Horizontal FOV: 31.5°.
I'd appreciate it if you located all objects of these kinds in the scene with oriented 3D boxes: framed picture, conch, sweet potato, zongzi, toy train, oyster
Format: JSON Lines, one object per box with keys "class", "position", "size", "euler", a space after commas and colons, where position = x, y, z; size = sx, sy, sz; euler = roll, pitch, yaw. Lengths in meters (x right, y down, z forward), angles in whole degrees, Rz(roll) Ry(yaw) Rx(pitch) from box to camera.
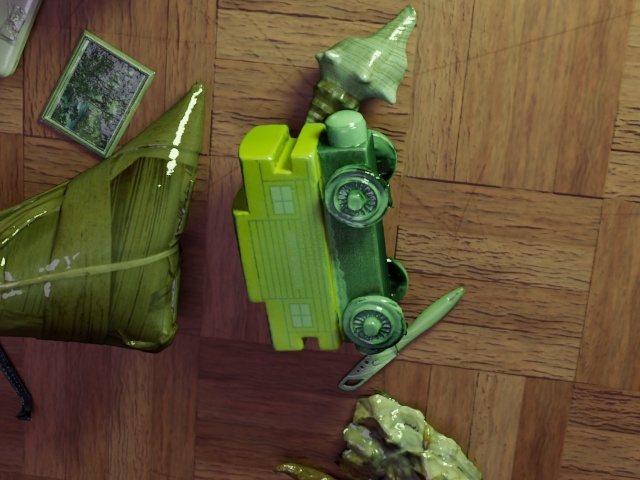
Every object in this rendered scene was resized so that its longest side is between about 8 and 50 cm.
{"class": "framed picture", "position": [-0.383, -0.245, 1.937], "size": [0.142, 0.011, 0.183], "euler": [32, 108, -2]}
{"class": "conch", "position": [0.062, -0.267, 1.803], "size": [0.234, 0.114, 0.137], "euler": [-34, 71, 24]}
{"class": "sweet potato", "position": [0.013, 0.452, 2.072], "size": [0.214, 0.050, 0.050], "euler": [31, 109, -4]}
{"class": "zongzi", "position": [-0.456, -0.067, 1.855], "size": [0.500, 0.218, 0.467], "euler": [7, 96, -23]}
{"class": "toy train", "position": [0.000, 0.000, 1.852], "size": [0.272, 0.179, 0.442], "euler": [-2, 119, 12]}
{"class": "oyster", "position": [0.178, 0.430, 2.017], "size": [0.354, 0.107, 0.201], "euler": [38, 112, -5]}

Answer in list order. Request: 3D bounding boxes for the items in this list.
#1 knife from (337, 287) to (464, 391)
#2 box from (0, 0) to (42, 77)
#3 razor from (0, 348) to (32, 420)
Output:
{"class": "knife", "position": [0.138, 0.173, 1.987], "size": [0.043, 0.020, 0.293], "euler": [44, 108, -8]}
{"class": "box", "position": [-0.530, -0.423, 1.887], "size": [0.142, 0.044, 0.285], "euler": [28, 109, 1]}
{"class": "razor", "position": [-0.581, 0.246, 2.108], "size": [0.066, 0.033, 0.190], "euler": [-11, 106, 54]}
